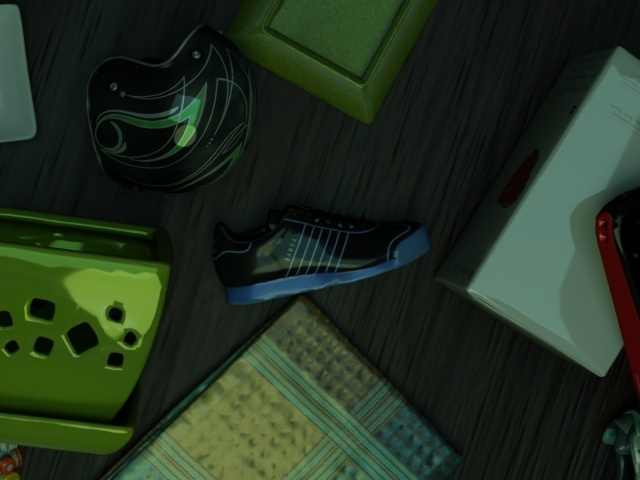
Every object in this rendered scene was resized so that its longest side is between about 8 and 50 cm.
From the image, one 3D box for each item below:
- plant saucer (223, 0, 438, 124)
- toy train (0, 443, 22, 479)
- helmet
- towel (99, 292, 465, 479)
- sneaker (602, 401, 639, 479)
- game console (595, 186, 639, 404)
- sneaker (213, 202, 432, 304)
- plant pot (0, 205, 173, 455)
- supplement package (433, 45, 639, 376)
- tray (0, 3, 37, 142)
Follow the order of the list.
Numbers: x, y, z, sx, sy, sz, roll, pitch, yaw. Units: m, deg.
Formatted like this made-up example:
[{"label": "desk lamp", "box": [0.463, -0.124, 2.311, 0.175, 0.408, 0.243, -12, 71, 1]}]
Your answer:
[{"label": "plant saucer", "box": [0.020, -0.249, 1.662, 0.188, 0.045, 0.188, 28, 89, -7]}, {"label": "toy train", "box": [-0.305, 0.268, 1.627, 0.046, 0.125, 0.166, -23, 93, -45]}, {"label": "helmet", "box": [-0.144, -0.133, 1.592, 0.161, 0.169, 0.169, -5, 93, 10]}, {"label": "towel", "box": [-0.063, 0.274, 1.684, 0.370, 0.040, 0.271, -44, 96, -4]}, {"label": "sneaker", "box": [0.381, 0.208, 1.696, 0.122, 0.110, 0.283, 22, 90, -4]}, {"label": "game console", "box": [0.476, 0.046, 1.600, 0.386, 0.060, 0.342, -26, 107, -19]}, {"label": "sneaker", "box": [0.000, 0.000, 1.654, 0.232, 0.081, 0.090, -14, 101, -4]}, {"label": "plant pot", "box": [-0.273, 0.089, 1.562, 0.227, 0.228, 0.207, 7, 99, -7]}, {"label": "supplement package", "box": [0.279, -0.032, 1.635, 0.175, 0.177, 0.293, 32, 88, -8]}, {"label": "tray", "box": [-0.439, -0.160, 1.623, 0.270, 0.030, 0.145, -8, 93, -6]}]
